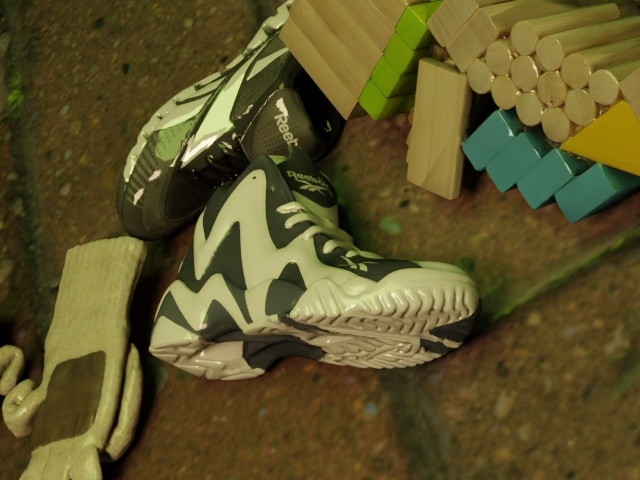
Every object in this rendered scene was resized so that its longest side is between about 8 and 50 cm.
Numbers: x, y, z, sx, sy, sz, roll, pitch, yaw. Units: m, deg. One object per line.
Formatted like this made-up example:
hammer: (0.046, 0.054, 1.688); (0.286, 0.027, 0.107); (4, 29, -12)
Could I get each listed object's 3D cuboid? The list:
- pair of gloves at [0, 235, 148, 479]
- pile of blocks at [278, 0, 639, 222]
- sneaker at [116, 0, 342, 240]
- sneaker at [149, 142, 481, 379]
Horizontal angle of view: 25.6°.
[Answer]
pair of gloves: (-0.219, 0.113, 1.011); (0.240, 0.042, 0.204); (-20, 51, 28)
pile of blocks: (0.135, -0.098, 0.874); (0.112, 0.149, 0.362); (-18, 37, -39)
sneaker: (-0.049, -0.080, 1.004); (0.234, 0.078, 0.106); (-44, 39, -3)
sneaker: (0.000, 0.000, 0.887); (0.235, 0.094, 0.153); (-15, 57, 42)
